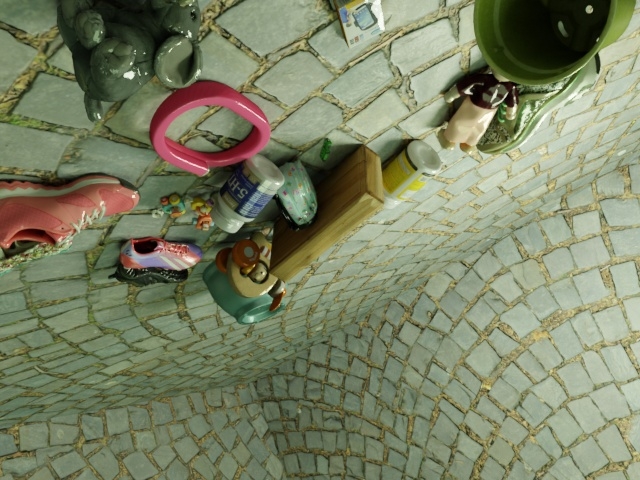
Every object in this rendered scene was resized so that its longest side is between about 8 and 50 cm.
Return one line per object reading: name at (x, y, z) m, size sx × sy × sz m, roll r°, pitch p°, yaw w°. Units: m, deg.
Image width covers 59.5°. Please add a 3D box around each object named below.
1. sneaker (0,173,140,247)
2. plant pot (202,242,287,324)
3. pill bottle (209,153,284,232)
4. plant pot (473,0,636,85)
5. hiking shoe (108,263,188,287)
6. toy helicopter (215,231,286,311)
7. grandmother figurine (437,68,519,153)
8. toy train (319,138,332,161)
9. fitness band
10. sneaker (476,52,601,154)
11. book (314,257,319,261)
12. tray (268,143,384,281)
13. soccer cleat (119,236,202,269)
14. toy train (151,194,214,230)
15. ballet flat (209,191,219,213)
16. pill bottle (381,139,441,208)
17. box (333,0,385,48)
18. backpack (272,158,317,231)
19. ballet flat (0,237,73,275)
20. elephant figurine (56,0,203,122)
sneaker at (-0.528, -0.048, 1.167) m, size 0.314 × 0.136 × 0.116 m, roll -9°, pitch 156°, yaw -33°
plant pot at (-0.231, 0.166, 1.915) m, size 0.293 × 0.196 × 0.293 m, roll -21°, pitch 159°, yaw -9°
pill bottle at (-0.185, -0.111, 1.367) m, size 0.186 × 0.112 × 0.112 m, roll -48°, pitch 151°, yaw 23°
plant pot at (0.496, -0.466, 1.128) m, size 0.254 × 0.276 × 0.276 m, roll -22°, pitch 163°, yaw -40°
hiking shoe at (-0.498, 0.091, 1.639) m, size 0.114 × 0.086 × 0.227 m, roll -22°, pitch 158°, yaw 36°
toy helicopter at (-0.139, 0.071, 1.770) m, size 0.355 × 0.234 × 0.140 m, roll -31°, pitch -174°, yaw -40°
grandmother figurine at (0.423, -0.370, 1.462) m, size 0.208 × 0.104 × 0.342 m, roll 0°, pitch 150°, yaw -18°
toy train at (0.015, -0.233, 1.455) m, size 0.017 × 0.023 × 0.083 m, roll -16°, pitch 158°, yaw -19°
fitness band at (-0.228, -0.226, 1.174) m, size 0.209 × 0.054 × 0.291 m, roll -31°, pitch 159°, yaw 18°
sneaker at (0.540, -0.397, 1.532) m, size 0.182 × 0.158 × 0.410 m, roll 21°, pitch 143°, yaw -18°
book at (0.000, 0.000, 1.918) m, size 0.035 × 0.096 × 0.144 m, roll 20°, pitch 151°, yaw -2°
tray at (0.006, -0.071, 1.583) m, size 0.076 × 0.202 × 0.411 m, roll 30°, pitch 130°, yaw -26°
soccer cleat at (-0.430, 0.031, 1.550) m, size 0.248 × 0.083 × 0.095 m, roll -1°, pitch 145°, yaw -40°
toy train at (-0.336, -0.061, 1.423) m, size 0.166 × 0.046 × 0.125 m, roll 8°, pitch 143°, yaw -34°
ballet flat at (-0.269, -0.071, 1.504) m, size 0.057 × 0.052 × 0.168 m, roll -18°, pitch 159°, yaw -11°
pill bottle at (0.251, -0.191, 1.673) m, size 0.119 × 0.119 × 0.208 m, roll -5°, pitch 152°, yaw -40°
box at (0.078, -0.421, 1.065) m, size 0.081 × 0.028 × 0.136 m, roll -26°, pitch 157°, yaw 5°
backpack at (-0.074, -0.129, 1.475) m, size 0.115 × 0.152 × 0.182 m, roll -30°, pitch 148°, yaw -2°
ballet flat at (-0.687, 0.018, 1.266) m, size 0.241 × 0.091 × 0.077 m, roll -23°, pitch 129°, yaw -14°
elephant figurine at (-0.248, -0.308, 0.843) m, size 0.239 × 0.169 × 0.186 m, roll -29°, pitch -166°, yaw -33°
